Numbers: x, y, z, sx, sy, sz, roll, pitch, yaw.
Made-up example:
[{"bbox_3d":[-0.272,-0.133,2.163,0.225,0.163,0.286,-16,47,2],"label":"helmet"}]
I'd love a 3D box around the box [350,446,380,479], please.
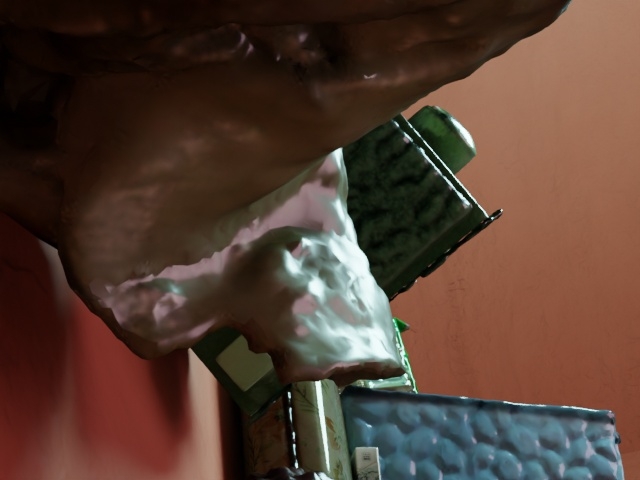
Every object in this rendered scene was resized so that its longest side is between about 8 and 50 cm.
[{"bbox_3d":[0.041,0.238,0.902,0.054,0.024,0.083,100,-12,-59],"label":"box"}]

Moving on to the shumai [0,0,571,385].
[{"bbox_3d":[-0.052,-0.091,0.468,0.330,0.291,0.289,52,-22,40],"label":"shumai"}]

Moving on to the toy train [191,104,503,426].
[{"bbox_3d":[0.000,0.000,0.735,0.159,0.271,0.188,50,8,1],"label":"toy train"}]

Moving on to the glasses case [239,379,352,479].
[{"bbox_3d":[-0.023,0.195,0.904,0.157,0.098,0.425,82,-1,-47],"label":"glasses case"}]

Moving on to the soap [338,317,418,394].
[{"bbox_3d":[0.069,0.244,1.460,0.098,0.217,0.273,99,-20,-53],"label":"soap"}]

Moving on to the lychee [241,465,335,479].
[{"bbox_3d":[-0.003,0.215,0.537,0.188,0.188,0.188,-13,90,-87],"label":"lychee"}]

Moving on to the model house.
[{"bbox_3d":[0.160,0.373,1.052,0.297,0.360,0.339,116,-23,-54],"label":"model house"}]
